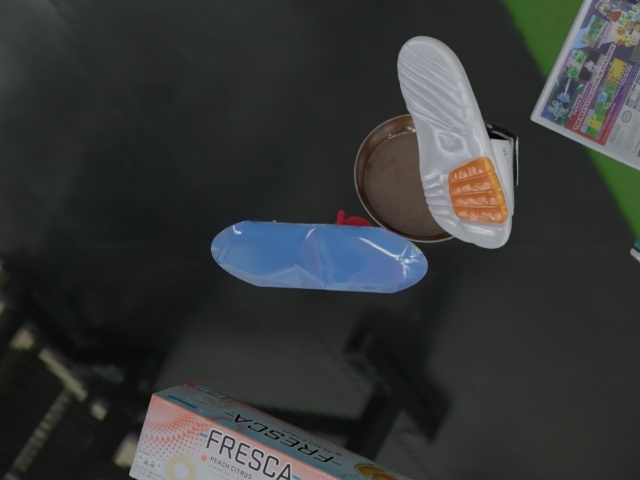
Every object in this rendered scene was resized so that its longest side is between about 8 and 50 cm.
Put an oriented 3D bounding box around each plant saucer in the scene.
[{"bbox_3d":[0.122,-0.072,1.794,0.168,0.168,0.029,30,159,3],"label":"plant saucer"}]

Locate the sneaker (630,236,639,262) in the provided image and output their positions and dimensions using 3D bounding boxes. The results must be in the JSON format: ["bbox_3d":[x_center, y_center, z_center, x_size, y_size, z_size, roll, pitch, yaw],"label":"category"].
[{"bbox_3d":[0.607,0.018,2.231,0.275,0.110,0.107,7,-174,31],"label":"sneaker"}]

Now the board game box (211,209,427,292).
[{"bbox_3d":[0.000,0.000,1.151,0.168,0.033,0.133,2,157,6],"label":"board game box"}]

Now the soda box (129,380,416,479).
[{"bbox_3d":[-0.030,0.155,0.962,0.183,0.063,0.058,21,-167,22],"label":"soda box"}]

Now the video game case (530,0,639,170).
[{"bbox_3d":[0.399,-0.213,1.951,0.183,0.201,0.023,24,-178,-6],"label":"video game case"}]

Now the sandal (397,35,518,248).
[{"bbox_3d":[0.149,-0.103,1.449,0.102,0.076,0.265,20,143,35],"label":"sandal"}]
